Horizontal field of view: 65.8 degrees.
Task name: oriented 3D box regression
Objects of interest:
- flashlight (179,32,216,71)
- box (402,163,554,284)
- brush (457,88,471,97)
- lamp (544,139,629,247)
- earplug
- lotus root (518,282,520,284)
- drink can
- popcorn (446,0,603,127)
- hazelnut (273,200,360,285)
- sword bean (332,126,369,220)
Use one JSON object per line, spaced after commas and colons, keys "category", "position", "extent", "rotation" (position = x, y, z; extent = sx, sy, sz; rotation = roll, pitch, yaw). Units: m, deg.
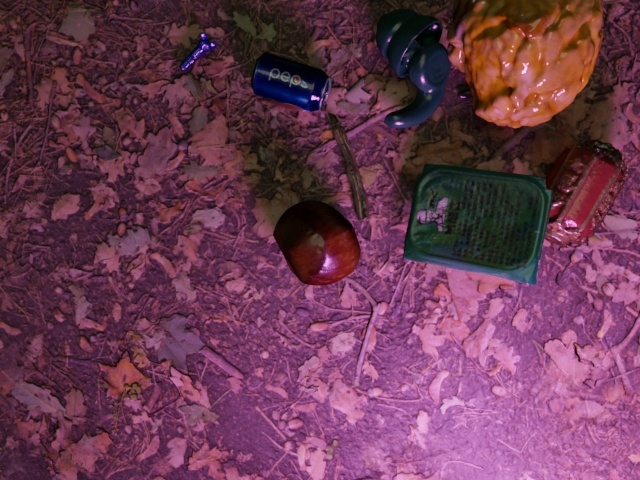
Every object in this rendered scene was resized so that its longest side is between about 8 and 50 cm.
{"category": "flashlight", "position": [-0.353, -0.529, 1.399], "extent": [0.121, 0.057, 0.035], "rotation": [-41, 53, 11]}
{"category": "box", "position": [0.405, -0.047, 1.284], "extent": [0.337, 0.106, 0.264], "rotation": [12, 91, 24]}
{"category": "brush", "position": [0.469, -0.408, 1.345], "extent": [0.194, 0.016, 0.062], "rotation": [-8, 89, 4]}
{"category": "lamp", "position": [0.654, -0.119, 1.268], "extent": [0.177, 0.177, 0.273], "rotation": [29, 96, 3]}
{"category": "earplug", "position": [0.233, -0.469, 1.315], "extent": [0.280, 0.164, 0.257], "rotation": [53, 131, 13]}
{"category": "lotus root", "position": [0.509, 0.045, 1.333], "extent": [0.073, 0.062, 0.150], "rotation": [-29, 88, -19]}
{"category": "drink can", "position": [-0.078, -0.425, 1.338], "extent": [0.205, 0.118, 0.118], "rotation": [18, 93, 5]}
{"category": "popcorn", "position": [0.494, -0.476, 1.172], "extent": [0.354, 0.344, 0.390], "rotation": [-20, 84, -24]}
{"category": "hazelnut", "position": [0.000, 0.000, 1.302], "extent": [0.218, 0.218, 0.233], "rotation": [-28, 89, 5]}
{"category": "sword bean", "position": [0.087, -0.188, 1.373], "extent": [0.043, 0.038, 0.269], "rotation": [-17, 90, -20]}
